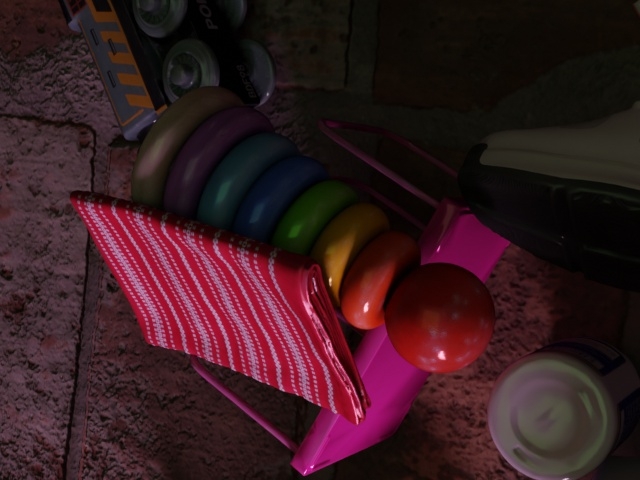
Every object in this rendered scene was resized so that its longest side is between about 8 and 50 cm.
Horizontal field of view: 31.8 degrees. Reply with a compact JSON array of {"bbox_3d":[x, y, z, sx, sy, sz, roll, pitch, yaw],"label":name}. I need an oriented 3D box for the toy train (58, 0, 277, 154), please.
[{"bbox_3d":[-0.182,-0.236,1.252,0.190,0.142,0.334,-30,80,37],"label":"toy train"}]

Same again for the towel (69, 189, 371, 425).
[{"bbox_3d":[-0.088,0.056,0.978,0.274,0.031,0.199,16,143,34],"label":"towel"}]

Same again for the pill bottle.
[{"bbox_3d":[0.231,0.146,1.020,0.112,0.186,0.112,1,92,27],"label":"pill bottle"}]

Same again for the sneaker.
[{"bbox_3d":[0.349,-0.092,0.905,0.447,0.169,0.258,9,68,21],"label":"sneaker"}]

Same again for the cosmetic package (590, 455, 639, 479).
[{"bbox_3d":[0.334,0.399,0.834,0.327,0.393,0.330,1,106,27],"label":"cosmetic package"}]

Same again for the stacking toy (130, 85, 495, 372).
[{"bbox_3d":[0.000,0.000,0.946,0.330,0.141,0.141,32,106,23],"label":"stacking toy"}]

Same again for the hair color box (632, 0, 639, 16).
[{"bbox_3d":[0.355,-0.175,1.026,0.072,0.043,0.141,-32,77,24],"label":"hair color box"}]

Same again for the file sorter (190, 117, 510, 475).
[{"bbox_3d":[0.032,0.044,1.111,0.182,0.202,0.291,35,107,23],"label":"file sorter"}]
